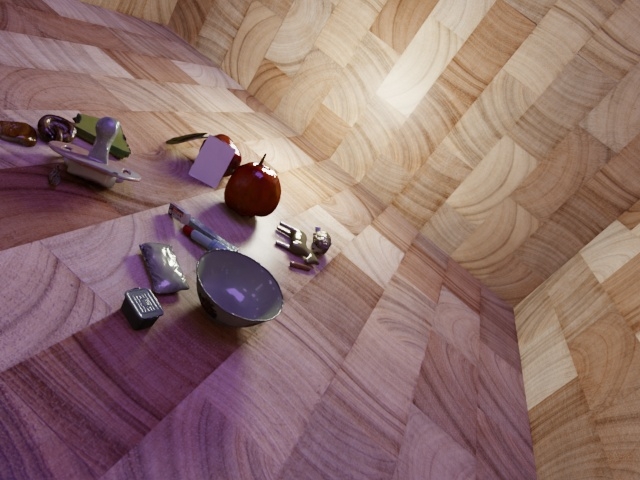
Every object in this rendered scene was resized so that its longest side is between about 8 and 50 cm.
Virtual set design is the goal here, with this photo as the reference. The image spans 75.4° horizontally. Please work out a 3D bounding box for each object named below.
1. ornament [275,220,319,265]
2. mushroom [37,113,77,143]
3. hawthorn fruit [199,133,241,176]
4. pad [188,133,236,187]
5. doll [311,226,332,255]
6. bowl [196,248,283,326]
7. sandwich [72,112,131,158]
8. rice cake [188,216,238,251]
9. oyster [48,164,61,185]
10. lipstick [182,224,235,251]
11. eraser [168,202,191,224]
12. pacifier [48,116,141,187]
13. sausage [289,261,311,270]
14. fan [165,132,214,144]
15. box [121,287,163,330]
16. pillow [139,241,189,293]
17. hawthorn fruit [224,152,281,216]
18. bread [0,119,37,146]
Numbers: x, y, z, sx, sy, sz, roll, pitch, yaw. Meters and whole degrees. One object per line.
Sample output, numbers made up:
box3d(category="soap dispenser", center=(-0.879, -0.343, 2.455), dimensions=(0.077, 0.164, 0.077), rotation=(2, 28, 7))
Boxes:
box3d(category="ornament", center=(-0.113, 0.025, 2.108), dimensions=(0.245, 0.061, 0.230), rotation=(25, 30, -17))
box3d(category="mushroom", center=(-1.056, -0.434, 1.664), dimensions=(0.135, 0.080, 0.170), rotation=(1, 42, -32))
box3d(category="hawthorn fruit", center=(-0.522, -0.437, 2.196), dimensions=(0.215, 0.215, 0.249), rotation=(-13, 68, -58))
box3d(category="pad", center=(-0.545, -0.399, 2.093), dimensions=(0.156, 0.232, 0.004), rotation=(28, 2, -20))
box3d(category="doll", center=(0.002, 0.004, 2.243), dimensions=(0.115, 0.105, 0.221), rotation=(-9, 24, 1))
box3d(category="bowl", center=(-0.310, 0.199, 1.465), dimensions=(0.337, 0.157, 0.337), rotation=(30, 26, -17))
box3d(category="sandwich", center=(-0.978, -0.458, 1.828), dimensions=(0.212, 0.063, 0.245), rotation=(3, 41, -44))
box3d(category="rice cake", center=(-0.459, -0.015, 1.756), dimensions=(0.245, 0.045, 0.042), rotation=(36, 29, -4))
box3d(category="oyster", center=(-0.956, -0.237, 1.479), dimensions=(0.038, 0.080, 0.083), rotation=(2, 3, -16))
box3d(category="lipstick", center=(-0.445, 0.021, 1.693), dimensions=(0.274, 0.068, 0.061), rotation=(31, 54, 4))
box3d(category="eraser", center=(-0.584, -0.112, 1.714), dimensions=(0.122, 0.052, 0.029), rotation=(32, 22, 32))
box3d(category="pacifier", center=(-0.850, -0.323, 1.593), dimensions=(0.332, 0.273, 0.220), rotation=(22, 46, -27))
box3d(category="sausage", center=(-0.099, 0.125, 2.002), dimensions=(0.116, 0.026, 0.026), rotation=(18, 32, -34))
box3d(category="fan", center=(-0.675, -0.538, 2.173), dimensions=(0.335, 0.011, 0.229), rotation=(9, 31, 36))
box3d(category="box", center=(-0.545, 0.209, 1.255), dimensions=(0.122, 0.069, 0.084), rotation=(49, 26, 21))
box3d(category="pillow", center=(-0.552, 0.093, 1.459), dimensions=(0.128, 0.051, 0.229), rotation=(3, 43, -45))
box3d(category="hawthorn fruit", center=(-0.318, -0.275, 2.037), dimensions=(0.287, 0.330, 0.287), rotation=(18, 22, -7))
box3d(category="bread", center=(-1.139, -0.411, 1.562), dimensions=(0.126, 0.044, 0.129), rotation=(6, 43, -45))
